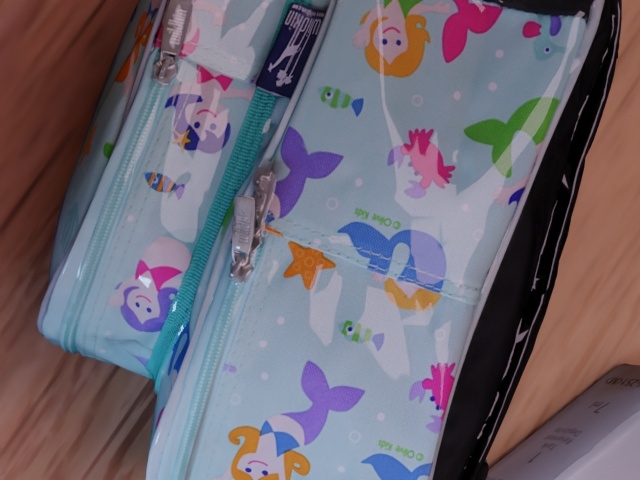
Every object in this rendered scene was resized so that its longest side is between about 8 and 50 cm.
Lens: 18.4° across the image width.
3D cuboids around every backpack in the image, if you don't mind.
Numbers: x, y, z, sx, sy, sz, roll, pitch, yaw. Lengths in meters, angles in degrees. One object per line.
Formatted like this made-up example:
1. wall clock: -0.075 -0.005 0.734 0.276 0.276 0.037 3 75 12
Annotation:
1. backpack: 0.000 0.000 0.742 0.191 0.225 0.253 12 91 -2

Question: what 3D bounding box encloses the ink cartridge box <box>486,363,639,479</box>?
1. ink cartridge box: 0.130 0.233 0.895 0.239 0.060 0.275 -36 106 -20
